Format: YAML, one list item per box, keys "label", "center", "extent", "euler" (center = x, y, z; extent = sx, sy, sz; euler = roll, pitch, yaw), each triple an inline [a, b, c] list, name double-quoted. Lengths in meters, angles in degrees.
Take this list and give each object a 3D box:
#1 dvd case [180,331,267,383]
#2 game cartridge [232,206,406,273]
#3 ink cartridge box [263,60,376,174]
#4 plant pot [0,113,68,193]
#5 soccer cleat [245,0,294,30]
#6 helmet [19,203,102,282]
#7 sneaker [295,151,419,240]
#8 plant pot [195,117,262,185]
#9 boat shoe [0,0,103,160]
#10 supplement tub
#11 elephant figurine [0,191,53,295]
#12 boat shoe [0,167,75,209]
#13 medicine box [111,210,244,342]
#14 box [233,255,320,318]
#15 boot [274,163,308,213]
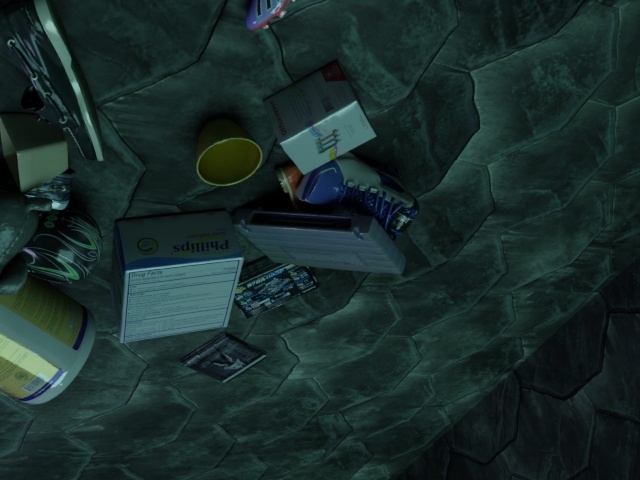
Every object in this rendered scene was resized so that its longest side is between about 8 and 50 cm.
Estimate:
- label: "dvd case"
  center: [-0.278, 0.345, 2.432]
  extent: [0.164, 0.018, 0.221]
  euler: [-34, 143, 15]
- label: "game cartridge"
  center: [0.000, 0.000, 1.924]
  extent: [0.355, 0.068, 0.230]
  euler: [4, 161, 28]
- label: "ink cartridge box"
  center: [-0.002, -0.246, 1.684]
  extent: [0.176, 0.128, 0.127]
  euler: [-27, 146, 8]
- label: "plant pot"
  center: [-0.523, -0.169, 1.530]
  extent: [0.096, 0.109, 0.109]
  euler: [-18, 147, -26]
- label: "soccer cleat"
  center: [-0.059, -0.463, 1.418]
  extent: [0.095, 0.083, 0.248]
  euler: [39, 123, -20]
- label: "helmet"
  center: [-0.526, 0.006, 1.699]
  extent: [0.161, 0.169, 0.169]
  euler: [17, 133, -15]
- label: "sneaker"
  center: [0.118, -0.098, 1.878]
  extent: [0.315, 0.182, 0.127]
  euler: [5, 123, -42]
- label: "plant pot"
  center: [-0.195, -0.190, 1.682]
  extent: [0.134, 0.095, 0.134]
  euler: [-15, 144, -11]
- label: "boat shoe"
  center: [-0.460, -0.261, 1.414]
  extent: [0.113, 0.127, 0.340]
  euler: [-16, 144, -7]
- label: "supplement tub"
  center: [-0.665, 0.168, 1.732]
  extent: [0.241, 0.241, 0.331]
  euler: [-35, 125, 19]
- label: "elephant figurine"
  center: [-0.614, 0.031, 1.519]
  extent: [0.169, 0.240, 0.186]
  euler: [18, 159, -18]
- label: "boat shoe"
  center: [-0.571, -0.122, 1.607]
  extent: [0.183, 0.065, 0.083]
  euler: [12, 112, -28]
- label: "medicine box"
  center: [-0.339, 0.085, 1.929]
  extent: [0.263, 0.149, 0.289]
  euler: [-7, 142, -21]
- label: "box"
  center: [-0.128, 0.108, 2.163]
  extent: [0.220, 0.051, 0.175]
  euler: [-25, 146, 4]
- label: "boot"
  center: [-0.042, -0.121, 1.898]
  extent: [0.084, 0.059, 0.158]
  euler: [-26, 145, -2]
